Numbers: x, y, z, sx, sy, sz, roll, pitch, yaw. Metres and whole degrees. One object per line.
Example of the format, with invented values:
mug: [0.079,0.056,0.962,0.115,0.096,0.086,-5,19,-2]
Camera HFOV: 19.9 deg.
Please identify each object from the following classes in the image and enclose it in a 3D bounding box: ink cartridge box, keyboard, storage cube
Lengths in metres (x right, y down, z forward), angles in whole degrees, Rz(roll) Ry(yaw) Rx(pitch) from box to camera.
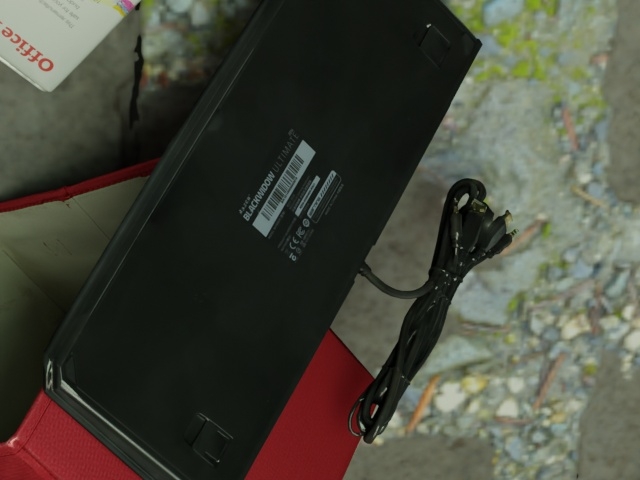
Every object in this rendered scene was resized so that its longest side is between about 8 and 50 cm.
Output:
ink cartridge box: [-0.133,-0.150,0.935,0.088,0.052,0.122,38,108,-26]
keyboard: [0.000,0.000,0.933,0.201,0.317,0.033,44,150,-25]
storage cube: [-0.117,0.101,0.972,0.184,0.215,0.193,-12,131,41]
